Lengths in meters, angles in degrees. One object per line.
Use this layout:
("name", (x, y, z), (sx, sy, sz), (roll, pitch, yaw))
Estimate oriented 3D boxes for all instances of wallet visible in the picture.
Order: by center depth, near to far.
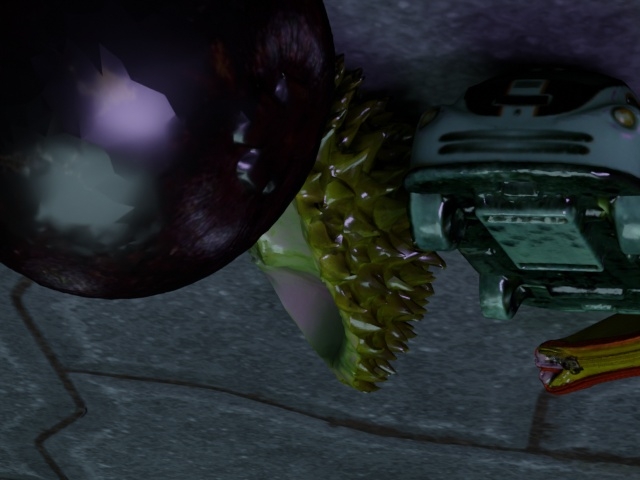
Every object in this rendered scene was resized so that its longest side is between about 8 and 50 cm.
("wallet", (0.277, 0.065, 1.132), (0.141, 0.067, 0.241), (-16, 175, -35))

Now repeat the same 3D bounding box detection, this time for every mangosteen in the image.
("mangosteen", (-0.123, -0.091, 0.822), (0.265, 0.228, 0.228), (22, 165, 31))

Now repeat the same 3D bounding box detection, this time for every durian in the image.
("durian", (0.000, 0.000, 1.055), (0.169, 0.158, 0.352), (19, 161, 7))

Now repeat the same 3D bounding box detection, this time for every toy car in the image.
("toy car", (0.151, -0.027, 0.965), (0.136, 0.125, 0.306), (1, 166, 21))
